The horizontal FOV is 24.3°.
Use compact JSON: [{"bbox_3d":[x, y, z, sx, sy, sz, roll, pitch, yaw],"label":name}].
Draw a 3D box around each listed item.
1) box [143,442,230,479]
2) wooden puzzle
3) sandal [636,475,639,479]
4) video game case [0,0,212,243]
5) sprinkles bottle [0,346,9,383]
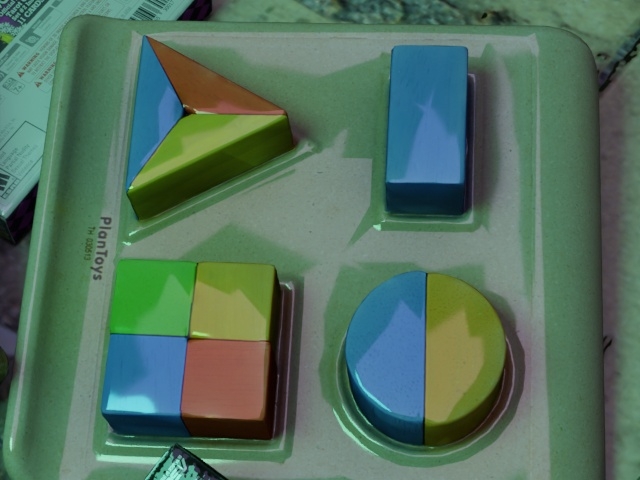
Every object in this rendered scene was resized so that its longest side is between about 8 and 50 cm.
[{"bbox_3d":[-0.065,0.221,0.756,0.147,0.077,0.180,33,79,18],"label":"box"},{"bbox_3d":[0.000,0.000,0.887,0.348,0.080,0.322,3,67,0],"label":"wooden puzzle"},{"bbox_3d":[0.279,0.123,0.836,0.303,0.086,0.120,-35,65,-19],"label":"sandal"},{"bbox_3d":[-0.223,-0.135,1.011,0.210,0.042,0.232,28,63,15],"label":"video game case"},{"bbox_3d":[-0.284,-0.070,0.881,0.121,0.121,0.355,-15,74,-10],"label":"sprinkles bottle"}]
